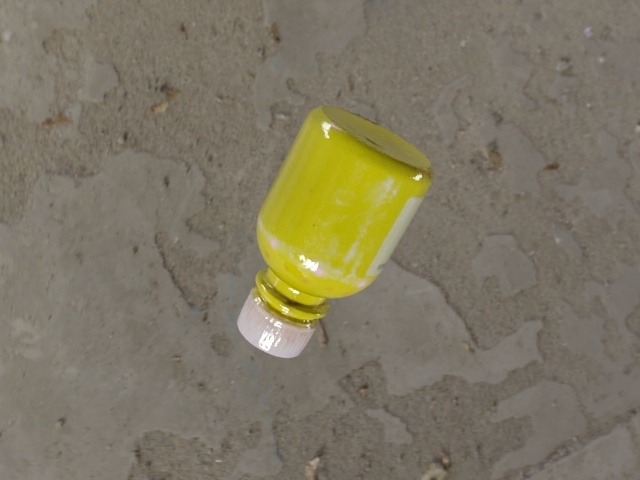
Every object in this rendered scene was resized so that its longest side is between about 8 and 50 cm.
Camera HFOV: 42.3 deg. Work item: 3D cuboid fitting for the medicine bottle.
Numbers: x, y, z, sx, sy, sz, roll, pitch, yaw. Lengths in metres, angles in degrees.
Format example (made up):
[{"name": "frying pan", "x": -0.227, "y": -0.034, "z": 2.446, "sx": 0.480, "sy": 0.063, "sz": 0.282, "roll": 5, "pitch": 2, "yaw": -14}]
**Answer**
[{"name": "medicine bottle", "x": 0.000, "y": 0.000, "z": 0.730, "sx": 0.121, "sy": 0.122, "sz": 0.213, "roll": 23, "pitch": 110, "yaw": -15}]
